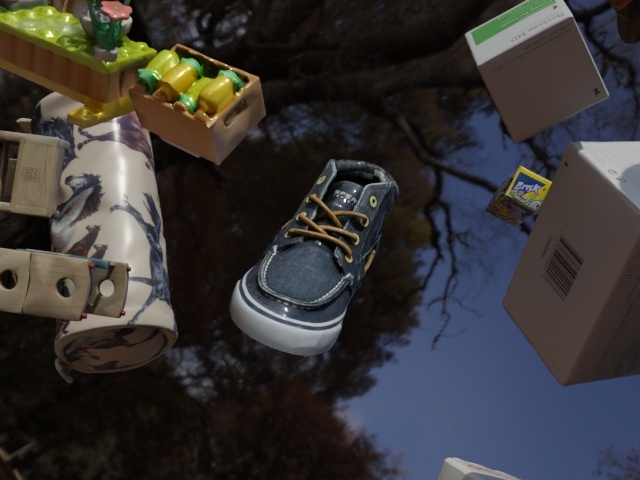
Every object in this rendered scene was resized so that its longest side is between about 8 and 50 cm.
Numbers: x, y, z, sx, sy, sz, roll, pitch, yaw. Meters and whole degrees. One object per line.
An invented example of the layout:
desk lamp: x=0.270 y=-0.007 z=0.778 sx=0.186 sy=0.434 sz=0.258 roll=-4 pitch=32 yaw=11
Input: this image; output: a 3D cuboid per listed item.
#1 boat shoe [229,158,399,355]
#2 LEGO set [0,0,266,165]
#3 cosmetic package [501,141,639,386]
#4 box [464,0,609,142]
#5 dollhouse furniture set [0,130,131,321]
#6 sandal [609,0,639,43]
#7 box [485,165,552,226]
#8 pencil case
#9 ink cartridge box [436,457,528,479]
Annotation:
boat shoe: x=0.000 y=0.000 z=0.511 sx=0.065 sy=0.183 sz=0.083 roll=23 pitch=-73 yaw=6
LEGO set: x=-0.126 y=-0.145 z=0.426 sx=0.287 sy=0.132 sz=0.107 roll=52 pitch=-42 yaw=49
cosmetic package: x=0.351 y=0.021 z=0.912 sx=0.138 sy=0.224 sz=0.224 roll=-119 pitch=-148 yaw=-45
box: x=0.212 y=-0.173 z=0.848 sx=0.102 sy=0.101 sz=0.087 roll=53 pitch=20 yaw=-31
dollhouse furniture set: x=-0.282 y=-0.012 z=0.936 sx=0.129 sy=0.128 sz=0.184 roll=25 pitch=73 yaw=-83
sandal: x=0.475 y=-0.397 z=1.321 sx=0.219 sy=0.060 sz=0.090 roll=74 pitch=4 yaw=-57
box: x=0.312 y=-0.067 z=1.357 sx=0.059 sy=0.054 sz=0.169 roll=28 pitch=-5 yaw=4
pencil case: x=-0.316 y=-0.016 z=1.218 sx=0.160 sy=0.183 sz=0.411 roll=46 pitch=29 yaw=-65
ink cartridge box: x=0.280 y=0.385 z=1.062 sx=0.197 sy=0.114 sz=0.273 roll=22 pitch=-2 yaw=-23
